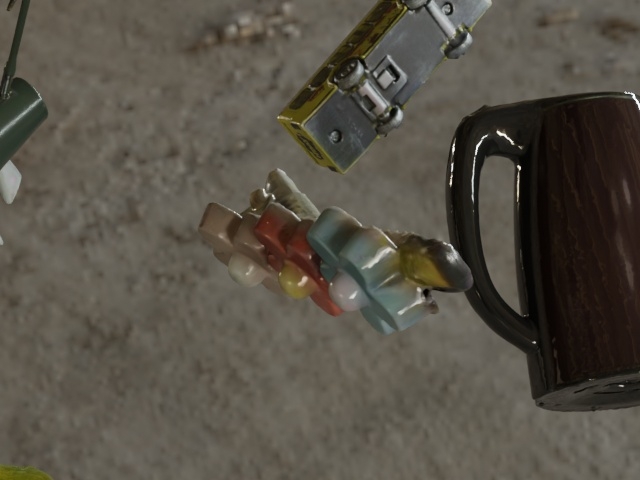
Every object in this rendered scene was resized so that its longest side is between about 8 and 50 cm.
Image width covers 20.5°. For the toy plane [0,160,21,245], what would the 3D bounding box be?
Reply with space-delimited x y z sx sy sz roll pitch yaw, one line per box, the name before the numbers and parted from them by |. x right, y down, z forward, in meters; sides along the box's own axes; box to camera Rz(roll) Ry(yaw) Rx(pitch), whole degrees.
toy plane | -0.251 -0.103 0.907 0.251 0.255 0.101 17 56 37

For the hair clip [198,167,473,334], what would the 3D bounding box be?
hair clip | -0.005 0.005 0.728 0.056 0.062 0.214 -45 21 -6

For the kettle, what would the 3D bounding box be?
kettle | 0.194 0.005 1.344 0.202 0.232 0.144 -3 -17 -13

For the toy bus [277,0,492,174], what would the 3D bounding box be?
toy bus | 0.063 -0.165 1.649 0.226 0.081 0.074 -51 27 -14

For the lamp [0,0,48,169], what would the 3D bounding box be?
lamp | -0.119 -0.072 0.665 0.041 0.121 0.054 40 62 16

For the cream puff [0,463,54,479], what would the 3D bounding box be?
cream puff | -0.245 0.210 1.008 0.185 0.282 0.282 -19 14 46
